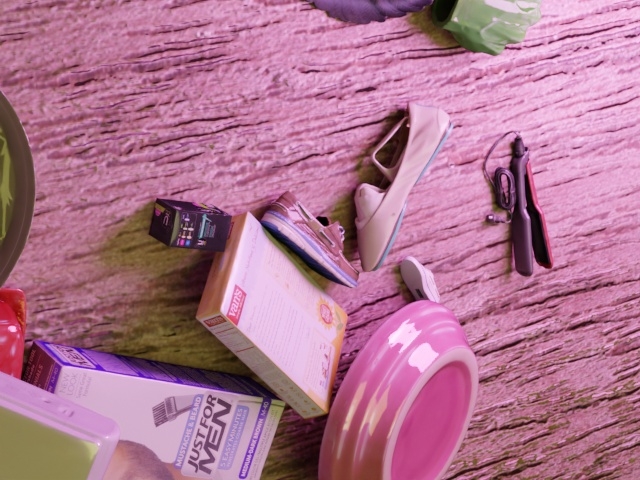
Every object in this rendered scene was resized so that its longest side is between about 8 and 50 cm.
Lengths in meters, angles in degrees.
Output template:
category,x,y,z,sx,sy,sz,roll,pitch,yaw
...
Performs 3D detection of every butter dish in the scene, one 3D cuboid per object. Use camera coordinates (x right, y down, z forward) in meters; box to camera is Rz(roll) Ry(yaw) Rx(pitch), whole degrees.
category,x,y,z,sx,sy,sz,roll,pitch,yaw
butter dish,-0.413,0.145,1.821,0.160,0.118,0.159,-1,105,-32

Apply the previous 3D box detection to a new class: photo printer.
category,x,y,z,sx,sy,sz,roll,pitch,yaw
photo printer,-0.398,0.303,1.739,0.256,0.107,0.307,24,101,-1

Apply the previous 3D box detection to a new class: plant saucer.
category,x,y,z,sx,sy,sz,roll,pitch,yaw
plant saucer,0.124,0.250,2.148,0.332,0.084,0.332,-38,140,-41

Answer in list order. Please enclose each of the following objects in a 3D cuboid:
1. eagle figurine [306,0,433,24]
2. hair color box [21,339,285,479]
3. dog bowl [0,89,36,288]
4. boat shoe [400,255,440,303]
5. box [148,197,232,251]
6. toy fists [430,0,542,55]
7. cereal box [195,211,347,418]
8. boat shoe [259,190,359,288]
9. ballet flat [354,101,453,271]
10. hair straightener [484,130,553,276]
category,x,y,z,sx,sy,sz,roll,pitch,yaw
eagle figurine,0.027,-0.391,1.924,0.226,0.225,0.298,-38,170,29
hair color box,-0.230,0.254,1.983,0.339,0.110,0.185,13,98,-34
dog bowl,-0.496,-0.056,1.687,0.349,0.102,0.348,-4,98,-33
boat shoe,0.147,0.057,2.214,0.100,0.035,0.035,60,43,-27
box,-0.167,-0.020,1.962,0.083,0.062,0.052,5,103,-34
toy fists,0.256,-0.392,2.103,0.142,0.096,0.279,16,97,-26
cereal box,-0.059,0.100,2.027,0.240,0.047,0.173,47,40,-33
boat shoe,0.000,0.000,2.076,0.183,0.066,0.066,41,75,-38
ballet flat,0.094,-0.079,2.114,0.086,0.086,0.248,29,87,-36
hair straightener,0.288,-0.051,2.258,0.089,0.047,0.230,-22,116,-26
